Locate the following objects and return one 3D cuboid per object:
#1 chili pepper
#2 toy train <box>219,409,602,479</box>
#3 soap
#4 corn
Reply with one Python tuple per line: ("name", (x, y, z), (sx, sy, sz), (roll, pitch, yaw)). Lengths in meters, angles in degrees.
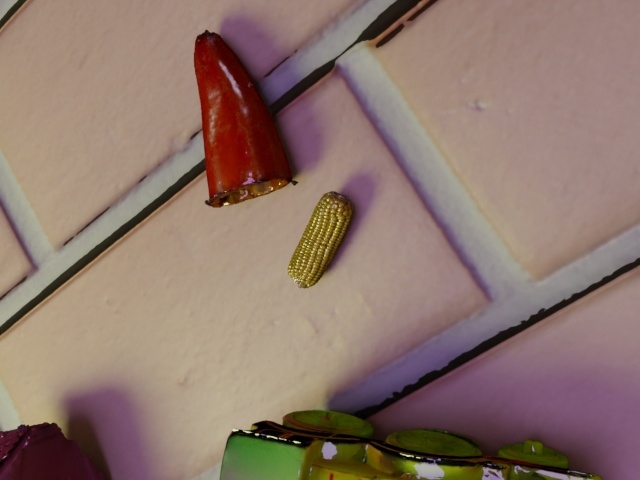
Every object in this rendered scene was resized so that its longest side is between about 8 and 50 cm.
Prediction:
("chili pepper", (-0.086, -0.120, 0.655), (0.088, 0.065, 0.169), (-18, 80, 20))
("toy train", (0.071, 0.202, 0.550), (0.296, 0.160, 0.100), (3, 88, 23))
("soap", (-0.287, 0.313, 0.706), (0.099, 0.162, 0.250), (-19, 85, 23))
("corn", (0.000, 0.000, 0.633), (0.037, 0.037, 0.092), (33, 104, 18))
